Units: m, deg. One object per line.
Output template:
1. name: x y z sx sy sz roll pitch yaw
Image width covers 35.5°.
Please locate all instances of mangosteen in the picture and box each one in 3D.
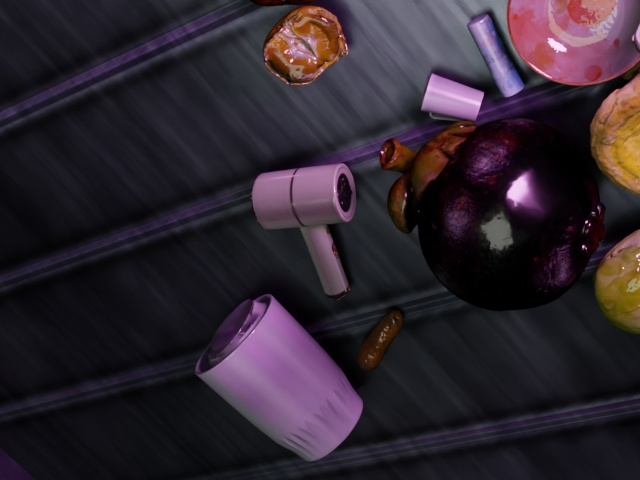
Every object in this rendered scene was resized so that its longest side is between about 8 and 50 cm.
1. mangosteen: 0.314 -0.056 1.897 0.435 0.382 0.382 13 125 28

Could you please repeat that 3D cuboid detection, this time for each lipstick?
1. lipstick: 0.332 -0.350 1.894 0.048 0.048 0.158 -21 111 30

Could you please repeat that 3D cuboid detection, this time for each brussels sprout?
1. brussels sprout: 0.644 0.091 1.979 0.223 0.161 0.223 14 131 17

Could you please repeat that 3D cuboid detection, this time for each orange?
1. orange: -0.034 -0.390 1.969 0.170 0.112 0.160 0 120 -18

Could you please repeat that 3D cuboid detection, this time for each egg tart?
1. egg tart: 0.648 -0.213 1.772 0.345 0.132 0.345 9 147 6

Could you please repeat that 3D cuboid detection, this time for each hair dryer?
1. hair dryer: 0.000 0.000 2.206 0.203 0.128 0.362 -6 126 22

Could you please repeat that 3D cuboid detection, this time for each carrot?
1. carrot: 0.138 0.230 2.323 0.060 0.060 0.186 28 123 2

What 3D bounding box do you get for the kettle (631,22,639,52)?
1. kettle: 0.644 -0.349 1.595 0.243 0.210 0.160 20 168 27

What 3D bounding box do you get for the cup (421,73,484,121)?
1. cup: 0.255 -0.269 1.968 0.116 0.074 0.104 17 149 4

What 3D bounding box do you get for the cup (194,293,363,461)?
1. cup: -0.096 0.328 2.351 0.253 0.253 0.371 -35 105 34

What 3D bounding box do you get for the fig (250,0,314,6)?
1. fig: -0.068 -0.572 1.864 0.170 0.145 0.274 9 109 14

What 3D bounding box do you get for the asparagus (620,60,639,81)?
1. asparagus: 0.612 -0.397 1.750 0.067 0.060 0.278 62 140 33

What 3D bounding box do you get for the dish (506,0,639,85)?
1. dish: 0.468 -0.413 1.782 0.260 0.085 0.260 11 125 15
